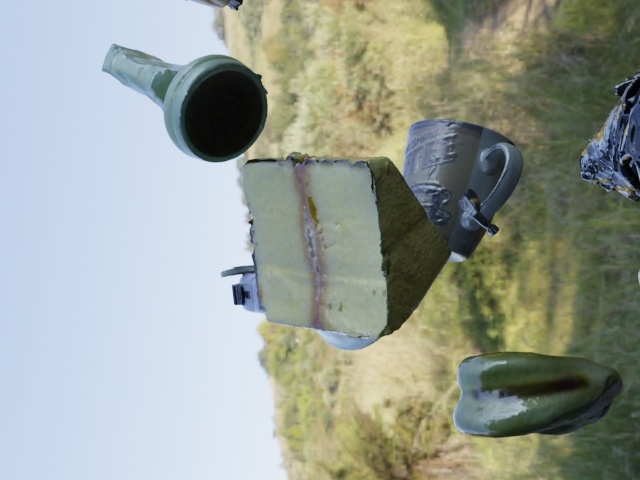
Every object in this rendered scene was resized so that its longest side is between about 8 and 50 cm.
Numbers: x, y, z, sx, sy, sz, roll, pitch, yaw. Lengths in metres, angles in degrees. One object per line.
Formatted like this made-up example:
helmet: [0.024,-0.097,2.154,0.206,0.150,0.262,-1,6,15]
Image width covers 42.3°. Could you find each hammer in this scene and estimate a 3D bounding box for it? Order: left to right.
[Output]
hammer: [0.267,-0.062,1.441,0.021,0.078,0.201,-46,7,14]

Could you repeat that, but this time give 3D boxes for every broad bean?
broad bean: [0.201,0.144,0.764,0.206,0.153,0.072,17,-113,-53]

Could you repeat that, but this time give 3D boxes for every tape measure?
tape measure: [-0.094,0.096,1.769,0.196,0.178,0.105,-11,-86,-42]

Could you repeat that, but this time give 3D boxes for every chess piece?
chess piece: [-0.233,-0.248,1.380,0.298,0.176,0.176,32,134,44]

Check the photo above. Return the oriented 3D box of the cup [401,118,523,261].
cup: [0.290,-0.094,1.675,0.301,0.227,0.257,-6,70,60]

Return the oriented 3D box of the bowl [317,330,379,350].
bowl: [0.011,0.029,1.433,0.313,0.146,0.313,-21,63,50]

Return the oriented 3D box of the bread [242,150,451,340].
bread: [0.000,0.000,1.160,0.198,0.263,0.236,-55,-50,-31]

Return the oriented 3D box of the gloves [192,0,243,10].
gloves: [-0.124,-0.286,0.784,0.129,0.180,0.106,45,121,56]

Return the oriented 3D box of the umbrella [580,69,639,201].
umbrella: [0.337,-0.088,0.825,0.336,0.128,0.154,75,-166,-74]

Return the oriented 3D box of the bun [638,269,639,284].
bun: [0.695,0.069,1.570,0.127,0.222,0.222,5,-96,-45]
